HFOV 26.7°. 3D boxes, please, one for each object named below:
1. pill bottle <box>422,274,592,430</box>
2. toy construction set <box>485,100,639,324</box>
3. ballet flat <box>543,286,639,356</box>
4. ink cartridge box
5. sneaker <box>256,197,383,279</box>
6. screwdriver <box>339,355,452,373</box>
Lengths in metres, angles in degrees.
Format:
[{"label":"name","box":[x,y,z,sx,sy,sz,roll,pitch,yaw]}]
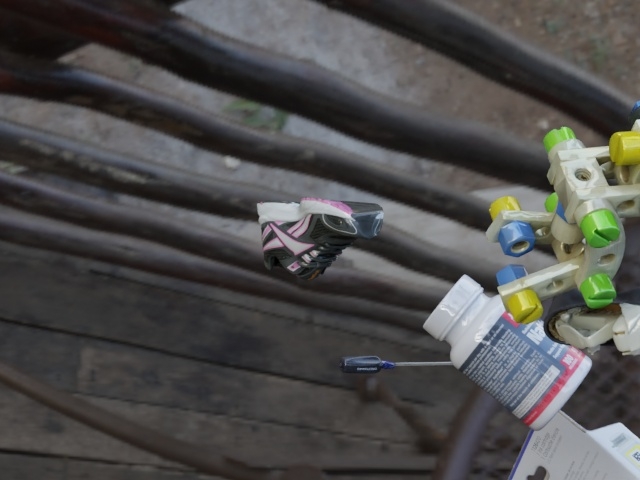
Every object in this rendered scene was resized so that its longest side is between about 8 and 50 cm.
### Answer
[{"label":"pill bottle","box":[0.213,0.126,1.563,0.180,0.108,0.108,38,53,7]},{"label":"toy construction set","box":[0.321,-0.041,1.238,0.327,0.215,0.151,-18,56,-24]},{"label":"ballet flat","box":[0.292,0.083,1.303,0.074,0.203,0.074,-1,92,-35]},{"label":"ink cartridge box","box":[0.389,0.393,1.807,0.072,0.307,0.304,-24,145,-34]},{"label":"sneaker","box":[0.000,0.000,1.291,0.072,0.178,0.077,2,88,-28]},{"label":"screwdriver","box":[0.101,0.154,1.635,0.170,0.024,0.025,7,82,-24]}]
